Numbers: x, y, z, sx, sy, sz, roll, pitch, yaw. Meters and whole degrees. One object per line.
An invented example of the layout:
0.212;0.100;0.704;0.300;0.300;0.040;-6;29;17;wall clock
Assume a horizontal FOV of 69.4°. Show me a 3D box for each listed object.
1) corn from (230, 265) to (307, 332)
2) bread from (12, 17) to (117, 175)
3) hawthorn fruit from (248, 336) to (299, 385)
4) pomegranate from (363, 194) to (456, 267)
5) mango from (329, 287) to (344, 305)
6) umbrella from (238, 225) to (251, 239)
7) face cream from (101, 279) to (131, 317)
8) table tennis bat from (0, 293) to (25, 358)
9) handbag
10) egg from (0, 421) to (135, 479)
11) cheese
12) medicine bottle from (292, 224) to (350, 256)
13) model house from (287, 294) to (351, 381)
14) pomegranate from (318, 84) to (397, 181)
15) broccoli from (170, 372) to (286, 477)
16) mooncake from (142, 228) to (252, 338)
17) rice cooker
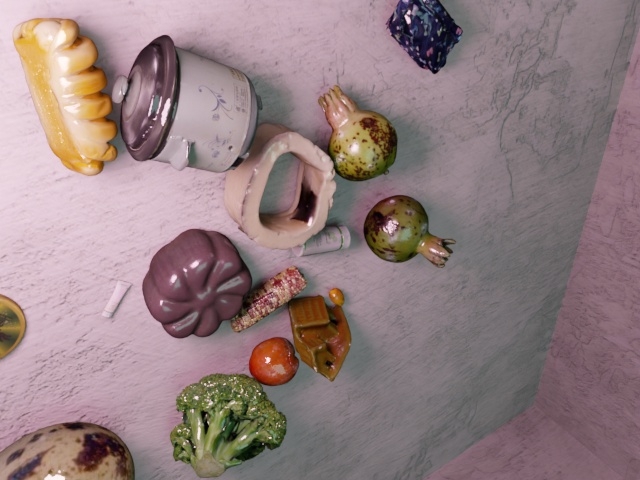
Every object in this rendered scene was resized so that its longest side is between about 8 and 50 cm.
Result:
-0.173;0.191;1.499;0.289;0.098;0.098;-36;130;-8;corn
-0.506;-0.288;0.950;0.121;0.172;0.312;-42;143;-46;bread
-0.163;0.419;1.589;0.172;0.173;0.173;-16;124;-26;hawthorn fruit
0.294;-0.013;1.576;0.305;0.242;0.242;38;92;-1;pomegranate
0.062;0.210;1.694;0.046;0.060;0.089;-12;136;21;mango
-0.217;-0.023;1.396;0.031;0.020;0.083;-26;142;33;umbrella
-0.560;0.159;1.264;0.038;0.020;0.115;27;96;-40;face cream
-0.863;0.257;1.103;0.321;0.050;0.198;-49;134;-7;table tennis bat
0.305;-0.615;1.348;0.260;0.113;0.162;24;106;-41;handbag
-0.724;0.682;1.237;0.427;0.345;0.345;-19;125;-17;egg
-0.108;-0.153;1.306;0.292;0.153;0.333;1;116;-35;cheese
0.000;0.000;1.510;0.183;0.086;0.086;-8;120;-31;medicine bottle
-0.016;0.320;1.604;0.173;0.268;0.239;-34;132;13;model house
0.114;-0.312;1.333;0.203;0.222;0.277;-12;105;-9;pomegranate
-0.306;0.589;1.499;0.412;0.322;0.310;-12;174;16;broccoli
-0.342;0.129;1.311;0.305;0.154;0.306;-18;127;-25;mooncake
-0.302;-0.287;1.023;0.316;0.317;0.264;14;150;-39;rice cooker
